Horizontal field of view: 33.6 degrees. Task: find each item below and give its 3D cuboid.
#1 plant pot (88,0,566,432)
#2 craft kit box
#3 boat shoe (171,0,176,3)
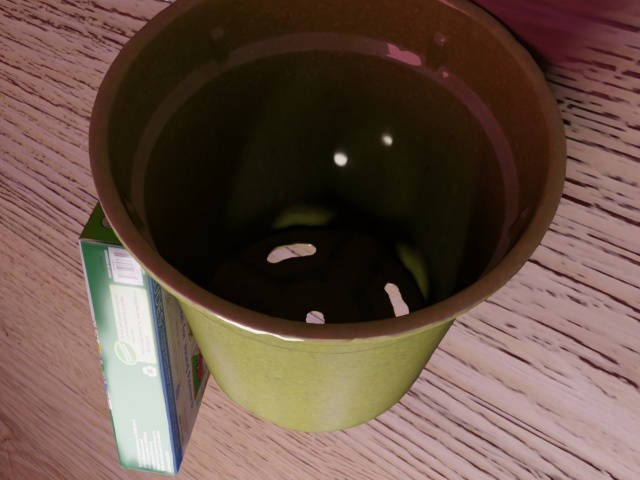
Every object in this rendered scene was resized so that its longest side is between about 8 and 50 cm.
[{"bbox_3d":[0.000,0.000,0.718,0.276,0.276,0.254,42,155,21],"label":"plant pot"},{"bbox_3d":[-0.121,0.020,0.883,0.061,0.246,0.249,8,129,9],"label":"craft kit box"},{"bbox_3d":[-0.088,-0.199,0.794,0.227,0.079,0.081,44,140,14],"label":"boat shoe"}]
